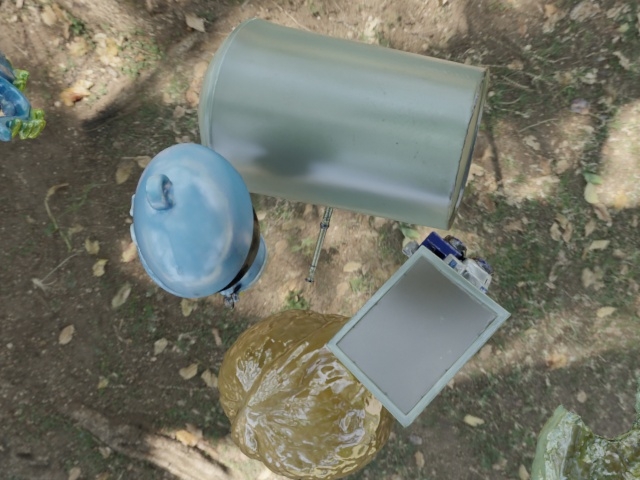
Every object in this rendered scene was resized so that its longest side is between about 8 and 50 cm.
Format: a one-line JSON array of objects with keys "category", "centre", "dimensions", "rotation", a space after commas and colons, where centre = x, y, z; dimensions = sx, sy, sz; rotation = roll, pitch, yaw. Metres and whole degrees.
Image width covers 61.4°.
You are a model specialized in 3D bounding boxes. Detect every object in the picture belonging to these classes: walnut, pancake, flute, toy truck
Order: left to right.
[{"category": "walnut", "centre": [-0.022, 0.261, 0.936], "dimensions": [0.332, 0.333, 0.333], "rotation": [1, 101, 4]}, {"category": "flute", "centre": [0.000, 0.000, 1.367], "dimensions": [0.027, 0.027, 0.233], "rotation": [15, 109, 1]}, {"category": "toy truck", "centre": [0.325, 0.073, 1.392], "dimensions": [0.161, 0.177, 0.213], "rotation": [-49, 59, 7]}, {"category": "pancake", "centre": [0.343, 0.264, 0.534], "dimensions": [0.253, 0.037, 0.254], "rotation": [-2, 69, 5]}]

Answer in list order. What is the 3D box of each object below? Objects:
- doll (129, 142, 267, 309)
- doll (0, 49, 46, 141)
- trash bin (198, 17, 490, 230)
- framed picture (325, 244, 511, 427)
[{"category": "doll", "centre": [-0.143, -0.008, 0.663], "dimensions": [0.140, 0.314, 0.177], "rotation": [-8, 72, 3]}, {"category": "doll", "centre": [-0.533, -0.251, 0.717], "dimensions": [0.099, 0.341, 0.346], "rotation": [-42, 100, 10]}, {"category": "trash bin", "centre": [0.022, -0.183, 0.853], "dimensions": [0.431, 0.280, 0.281], "rotation": [15, 102, 16]}, {"category": "framed picture", "centre": [0.116, 0.112, 0.662], "dimensions": [0.183, 0.011, 0.142], "rotation": [-45, 61, -7]}]
